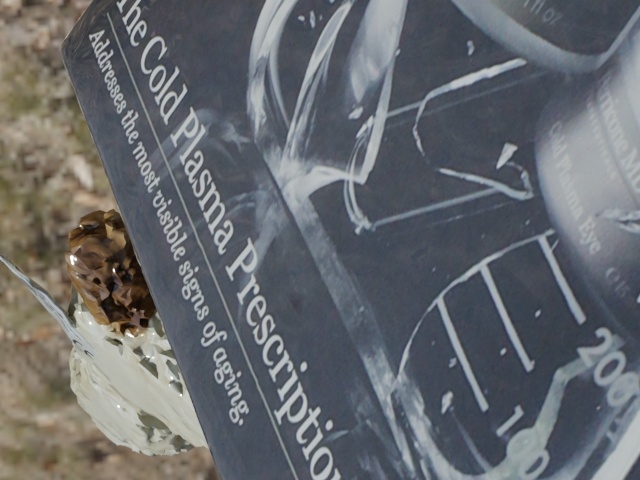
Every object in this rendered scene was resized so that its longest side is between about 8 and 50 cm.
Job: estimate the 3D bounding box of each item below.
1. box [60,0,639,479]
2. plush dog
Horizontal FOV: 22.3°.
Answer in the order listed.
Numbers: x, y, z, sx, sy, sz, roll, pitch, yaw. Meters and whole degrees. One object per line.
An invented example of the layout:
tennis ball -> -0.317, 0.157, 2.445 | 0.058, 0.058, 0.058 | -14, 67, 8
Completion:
box -> 0.112, -0.043, 0.454 | 0.179, 0.343, 0.312 | 18, 122, -39
plush dog -> 0.000, 0.000, 0.760 | 0.262, 0.225, 0.211 | 24, 150, 42
